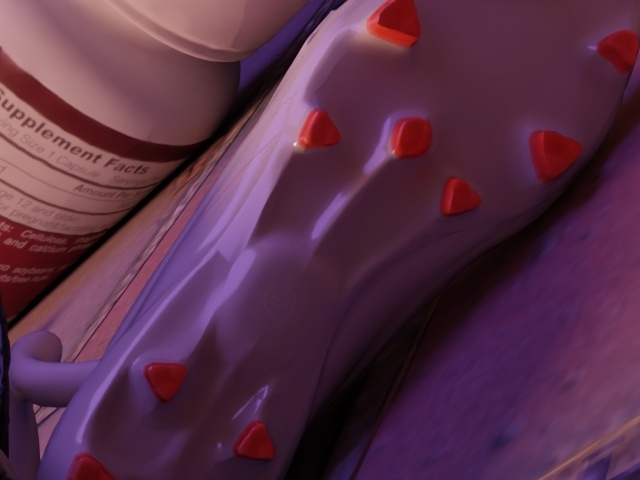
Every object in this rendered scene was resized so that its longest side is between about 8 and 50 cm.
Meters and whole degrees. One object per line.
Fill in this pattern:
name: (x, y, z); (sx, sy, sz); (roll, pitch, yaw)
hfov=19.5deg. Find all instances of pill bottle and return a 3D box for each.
pill bottle: (-0.192, -0.097, 1.117); (0.392, 0.224, 0.224); (-41, 11, 26)

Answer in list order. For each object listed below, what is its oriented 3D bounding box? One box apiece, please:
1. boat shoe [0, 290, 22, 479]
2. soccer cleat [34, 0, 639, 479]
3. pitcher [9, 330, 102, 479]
boat shoe: (-0.084, 0.064, 0.372); (0.079, 0.084, 0.233); (-38, 33, 24)
soccer cleat: (0.000, 0.000, 0.434); (0.196, 0.068, 0.076); (-50, 8, -12)
pitcher: (-0.119, 0.066, 0.547); (0.177, 0.125, 0.207); (-26, 19, -7)
